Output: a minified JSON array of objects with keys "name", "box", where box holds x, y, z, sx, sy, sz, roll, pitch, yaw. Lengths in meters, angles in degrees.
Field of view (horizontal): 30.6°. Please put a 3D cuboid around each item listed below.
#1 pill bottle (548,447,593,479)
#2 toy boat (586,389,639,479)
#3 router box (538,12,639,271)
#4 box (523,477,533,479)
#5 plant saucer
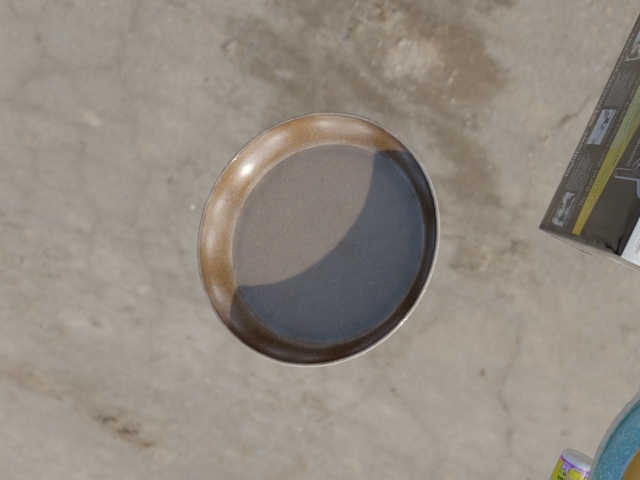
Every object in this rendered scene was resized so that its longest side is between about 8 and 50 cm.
[{"name":"pill bottle","box":[0.282,0.285,1.347,0.043,0.083,0.043,22,-169,-5]},{"name":"toy boat","box":[0.298,0.190,0.730,0.318,0.267,0.148,-30,151,35]},{"name":"router box","box":[0.357,-0.120,1.197,0.081,0.309,0.243,24,-177,-10]},{"name":"box","box":[0.333,0.469,1.880,0.123,0.128,0.257,51,179,11]},{"name":"plant saucer","box":[0.000,0.000,1.406,0.310,0.311,0.050,8,170,25]}]
